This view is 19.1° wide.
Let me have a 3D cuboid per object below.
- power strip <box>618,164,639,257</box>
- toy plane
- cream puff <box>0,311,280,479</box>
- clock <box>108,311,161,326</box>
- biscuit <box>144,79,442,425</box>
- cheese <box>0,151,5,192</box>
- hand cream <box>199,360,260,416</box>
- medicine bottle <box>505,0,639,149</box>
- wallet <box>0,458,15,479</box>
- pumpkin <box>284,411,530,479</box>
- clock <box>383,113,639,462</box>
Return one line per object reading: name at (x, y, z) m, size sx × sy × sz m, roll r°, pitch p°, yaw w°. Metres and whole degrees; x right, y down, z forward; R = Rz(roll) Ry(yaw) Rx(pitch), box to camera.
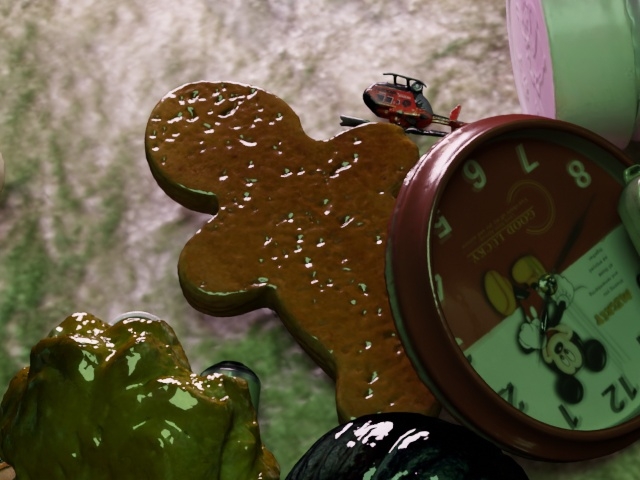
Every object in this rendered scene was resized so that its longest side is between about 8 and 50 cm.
power strip at (0.349, 0.055, 1.682) m, size 0.080 × 0.048 × 0.286 m, roll -23°, pitch 81°, yaw -28°
toy plane at (0.095, -0.125, 1.889) m, size 0.145 × 0.037 × 0.060 m, roll 17°, pitch 63°, yaw 15°
cream puff at (-0.154, 0.180, 1.563) m, size 0.196 × 0.244 × 0.244 m, roll 12°, pitch 48°, yaw -35°
clock at (-0.179, 0.124, 1.734) m, size 0.087 × 0.041 × 0.129 m, roll -2°, pitch 51°, yaw -3°
biscuit at (0.000, 0.001, 1.791) m, size 0.283 × 0.064 × 0.432 m, roll -37°, pitch 64°, yaw -27°
cheese at (-0.428, 0.030, 1.752) m, size 0.328 × 0.129 × 0.351 m, roll -21°, pitch 57°, yaw -10°
hand cream at (-0.091, 0.212, 1.669) m, size 0.086 × 0.055 × 0.235 m, roll 4°, pitch 64°, yaw 9°
medicine bottle at (0.356, -0.204, 1.826) m, size 0.326 × 0.212 × 0.212 m, roll -10°, pitch 57°, yaw -3°
wallet at (-0.280, 0.270, 1.640) m, size 0.195 × 0.042 × 0.161 m, roll -26°, pitch 60°, yaw -15°
pumpkin at (0.059, 0.267, 1.496) m, size 0.248 × 0.248 × 0.248 m, roll -1°, pitch 56°, yaw 2°
clock at (0.197, 0.040, 1.686) m, size 0.319 × 0.080 × 0.318 m, roll 10°, pitch 69°, yaw -27°
